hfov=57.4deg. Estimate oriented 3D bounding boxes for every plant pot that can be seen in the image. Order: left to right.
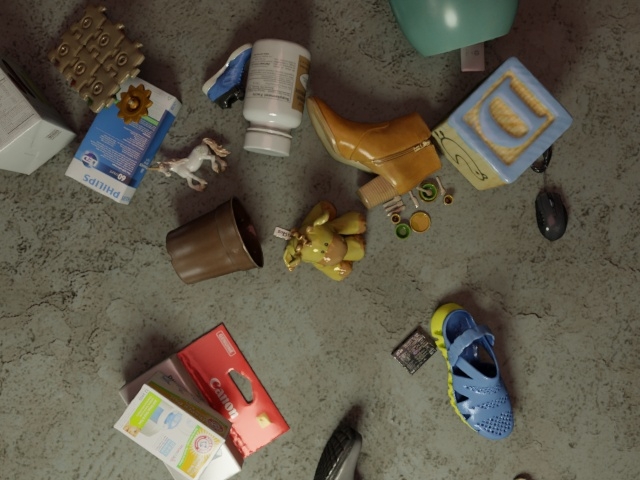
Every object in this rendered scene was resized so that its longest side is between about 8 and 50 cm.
[{"bbox_3d":[-0.230,0.011,1.256,0.165,0.167,0.166,-22,91,6],"label":"plant pot"},{"bbox_3d":[0.276,-0.520,1.210,0.293,0.293,0.235,-16,107,-2],"label":"plant pot"}]

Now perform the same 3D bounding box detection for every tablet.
[{"bbox_3d":[0.349,-0.429,1.341,0.054,0.006,0.083,-2,91,-2],"label":"tablet"}]

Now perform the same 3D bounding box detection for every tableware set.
[{"bbox_3d":[0.227,-0.071,1.332,0.154,0.024,0.104,-26,92,-2],"label":"tableware set"}]

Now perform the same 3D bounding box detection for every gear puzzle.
[{"bbox_3d":[-0.442,-0.361,1.233,0.175,0.044,0.339,-47,64,6],"label":"gear puzzle"}]

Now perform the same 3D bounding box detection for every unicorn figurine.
[{"bbox_3d":[-0.287,-0.165,1.302,0.111,0.060,0.162,44,73,-1],"label":"unicorn figurine"}]

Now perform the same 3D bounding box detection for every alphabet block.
[{"bbox_3d":[0.374,-0.240,1.249,0.193,0.197,0.192,-43,91,-1],"label":"alphabet block"}]

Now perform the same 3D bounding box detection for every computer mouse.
[{"bbox_3d":[0.522,-0.120,1.333,0.071,0.041,0.242,-9,90,-1],"label":"computer mouse"}]

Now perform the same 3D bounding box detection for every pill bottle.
[{"bbox_3d":[-0.099,-0.304,1.264,0.131,0.131,0.229,9,91,-2],"label":"pill bottle"}]

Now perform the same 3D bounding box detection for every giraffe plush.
[{"bbox_3d":[0.000,0.000,1.251,0.210,0.170,0.181,3,91,-2],"label":"giraffe plush"}]

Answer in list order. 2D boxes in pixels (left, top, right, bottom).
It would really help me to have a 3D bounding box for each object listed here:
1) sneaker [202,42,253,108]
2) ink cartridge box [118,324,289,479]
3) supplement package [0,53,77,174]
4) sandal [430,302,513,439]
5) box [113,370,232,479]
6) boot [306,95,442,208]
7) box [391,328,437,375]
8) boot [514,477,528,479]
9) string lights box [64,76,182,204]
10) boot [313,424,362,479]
[{"bbox_3d":[-0.182,-0.358,1.295,0.152,0.058,0.084,-44,86,3],"label":"sneaker"},{"bbox_3d":[-0.255,0.380,1.300,0.261,0.066,0.296,-33,92,0],"label":"ink cartridge box"},{"bbox_3d":[-0.658,-0.268,1.214,0.149,0.194,0.203,-39,92,-2],"label":"supplement package"},{"bbox_3d":[0.344,0.294,1.279,0.126,0.138,0.317,-25,94,-15],"label":"sandal"},{"bbox_3d":[-0.300,0.384,1.213,0.203,0.103,0.114,36,91,-1],"label":"box"},{"bbox_3d":[0.122,-0.236,1.297,0.211,0.104,0.295,-34,97,-7],"label":"boot"},{"bbox_3d":[0.214,0.256,1.337,0.083,0.018,0.067,-45,92,-1],"label":"box"},{"bbox_3d":[0.467,0.623,1.318,0.059,0.084,0.157,-4,89,0],"label":"boot"},{"bbox_3d":[-0.429,-0.224,1.281,0.133,0.077,0.259,29,90,-2],"label":"string lights box"},{"bbox_3d":[0.088,0.589,1.302,0.223,0.118,0.338,19,101,-5],"label":"boot"}]
